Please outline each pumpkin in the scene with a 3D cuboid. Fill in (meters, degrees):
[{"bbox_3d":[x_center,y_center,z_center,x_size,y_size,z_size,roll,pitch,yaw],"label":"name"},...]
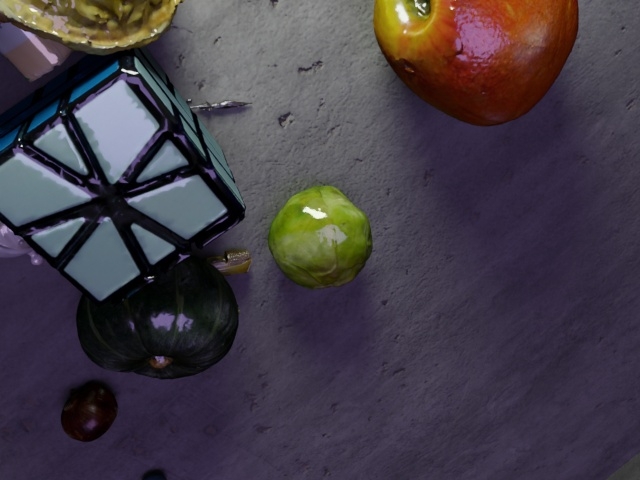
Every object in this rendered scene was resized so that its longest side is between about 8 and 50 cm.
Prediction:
[{"bbox_3d":[-0.300,0.142,1.106,0.300,0.207,0.300,-10,148,-6],"label":"pumpkin"}]

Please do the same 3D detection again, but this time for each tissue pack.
[{"bbox_3d":[-0.426,-0.365,0.830,0.090,0.186,0.222,-11,130,31],"label":"tissue pack"}]

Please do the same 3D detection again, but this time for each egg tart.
[{"bbox_3d":[-0.316,-0.407,0.773,0.341,0.341,0.129,35,143,-31],"label":"egg tart"}]

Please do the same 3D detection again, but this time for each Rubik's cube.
[{"bbox_3d":[-0.323,-0.119,0.932,0.288,0.283,0.293,-33,126,0],"label":"Rubik's cube"}]

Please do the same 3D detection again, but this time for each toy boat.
[{"bbox_3d":[-0.214,0.046,1.201,0.149,0.047,0.049,-4,104,-21],"label":"toy boat"}]

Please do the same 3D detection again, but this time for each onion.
[{"bbox_3d":[-0.488,0.366,1.238,0.118,0.118,0.117,33,106,-31],"label":"onion"}]

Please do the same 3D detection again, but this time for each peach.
[{"bbox_3d":[0.271,-0.374,1.010,0.372,0.373,0.290,16,142,-26],"label":"peach"}]

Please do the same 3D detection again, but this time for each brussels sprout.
[{"bbox_3d":[0.000,0.000,1.185,0.223,0.161,0.223,-5,111,-14],"label":"brussels sprout"}]

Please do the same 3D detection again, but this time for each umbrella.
[{"bbox_3d":[-0.185,-0.246,1.076,0.122,0.013,0.022,-3,96,-17],"label":"umbrella"}]

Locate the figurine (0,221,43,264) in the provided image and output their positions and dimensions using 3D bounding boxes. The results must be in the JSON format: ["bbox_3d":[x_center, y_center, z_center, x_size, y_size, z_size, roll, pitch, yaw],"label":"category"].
[{"bbox_3d":[-0.546,-0.056,0.935,0.256,0.182,0.144,39,86,-12],"label":"figurine"}]

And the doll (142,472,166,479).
[{"bbox_3d":[-0.405,0.601,1.426,0.076,0.050,0.083,7,117,-3],"label":"doll"}]
